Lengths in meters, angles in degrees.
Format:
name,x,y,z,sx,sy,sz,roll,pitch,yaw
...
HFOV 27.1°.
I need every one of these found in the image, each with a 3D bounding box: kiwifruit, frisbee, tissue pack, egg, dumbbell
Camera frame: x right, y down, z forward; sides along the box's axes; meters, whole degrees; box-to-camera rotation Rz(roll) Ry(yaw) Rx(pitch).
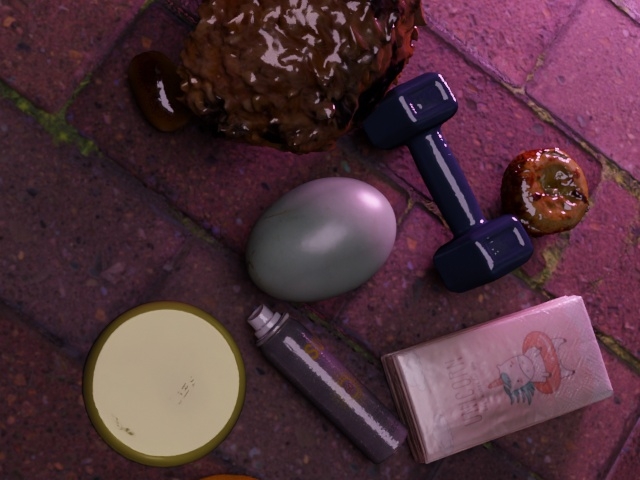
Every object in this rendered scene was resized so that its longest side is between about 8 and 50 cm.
name,x,y,z,sx,sy,sz,roll,pitch,yaw
kiwifruit,-0.230,-0.213,1.907,0.075,0.075,0.124,-27,86,-20
frisbee,-0.217,0.201,1.867,0.236,0.017,0.236,3,79,-18
tissue pack,0.268,0.205,1.995,0.325,0.071,0.170,-16,87,-20
egg,0.000,0.000,1.892,0.231,0.168,0.168,-25,89,-17
dumbbell,0.188,-0.087,1.983,0.144,0.160,0.324,-25,88,-52

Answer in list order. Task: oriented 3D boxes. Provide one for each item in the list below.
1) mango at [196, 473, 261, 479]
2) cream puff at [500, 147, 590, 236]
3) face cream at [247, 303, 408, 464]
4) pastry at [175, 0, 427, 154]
name,x,y,z,sx,sy,sz,roll,pitch,yaw
mango,-0.109,0.377,1.842,0.190,0.075,0.098,16,70,-8
cream puff,0.345,-0.072,2.062,0.149,0.084,0.149,2,83,-20
face cream,0.006,0.202,1.909,0.283,0.073,0.073,45,71,-6
pastry,-0.020,-0.311,1.875,0.337,0.292,0.405,8,76,-5
